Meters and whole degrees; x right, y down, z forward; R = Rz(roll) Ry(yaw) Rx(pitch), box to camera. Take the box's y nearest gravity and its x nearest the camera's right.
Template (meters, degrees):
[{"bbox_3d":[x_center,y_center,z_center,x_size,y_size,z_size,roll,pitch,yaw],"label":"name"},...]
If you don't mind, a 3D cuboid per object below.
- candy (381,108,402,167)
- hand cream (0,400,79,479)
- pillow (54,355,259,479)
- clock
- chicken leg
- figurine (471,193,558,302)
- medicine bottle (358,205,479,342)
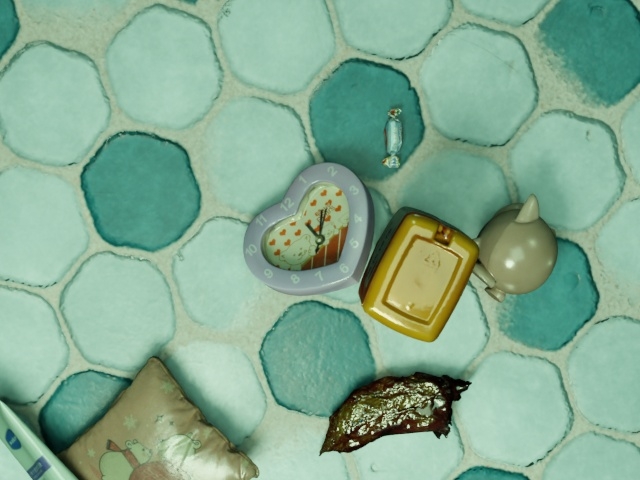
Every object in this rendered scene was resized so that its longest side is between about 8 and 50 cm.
[{"bbox_3d":[0.100,-0.144,1.656,0.030,0.020,0.083,-1,94,-4],"label":"candy"},{"bbox_3d":[-0.362,0.340,1.645,0.067,0.109,0.320,-39,88,-32],"label":"hand cream"},{"bbox_3d":[-0.231,0.316,1.661,0.223,0.084,0.236,-43,90,11],"label":"pillow"},{"bbox_3d":[0.000,0.000,1.630,0.198,0.064,0.172,-45,64,4],"label":"clock"},{"bbox_3d":[0.104,0.243,1.676,0.234,0.063,0.105,-10,91,2],"label":"chicken leg"},{"bbox_3d":[0.268,0.013,1.629,0.125,0.125,0.138,37,84,-4],"label":"figurine"},{"bbox_3d":[0.125,0.038,1.573,0.112,0.222,0.149,26,95,-3],"label":"medicine bottle"}]
